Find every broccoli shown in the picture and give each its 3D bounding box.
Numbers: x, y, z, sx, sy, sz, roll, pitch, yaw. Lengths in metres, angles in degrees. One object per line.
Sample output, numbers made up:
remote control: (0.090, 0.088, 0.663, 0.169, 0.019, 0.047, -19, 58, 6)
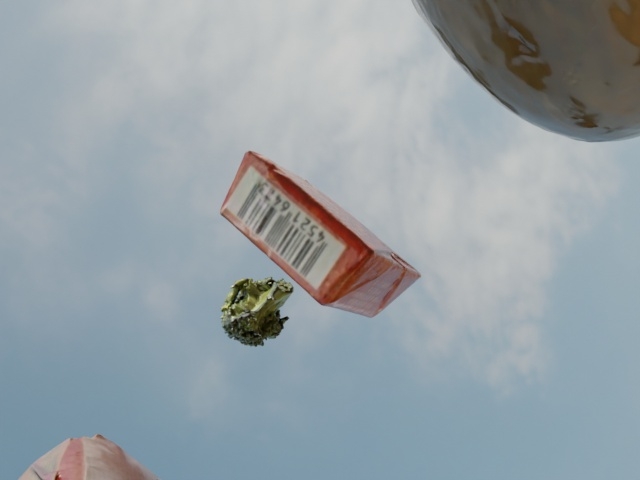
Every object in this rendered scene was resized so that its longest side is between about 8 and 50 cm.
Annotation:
broccoli: (-0.071, 0.075, 1.001, 0.097, 0.092, 0.095, 15, -146, -43)

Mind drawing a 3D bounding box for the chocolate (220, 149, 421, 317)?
chocolate: (0.000, 0.000, 1.250, 0.108, 0.237, 0.235, -54, -22, 6)

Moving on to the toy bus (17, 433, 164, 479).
toy bus: (-0.176, 0.266, 0.648, 0.127, 0.303, 0.147, 33, -81, -22)

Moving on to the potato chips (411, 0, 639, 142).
potato chips: (0.089, -0.115, 0.394, 0.062, 0.195, 0.208, -47, -25, -14)
